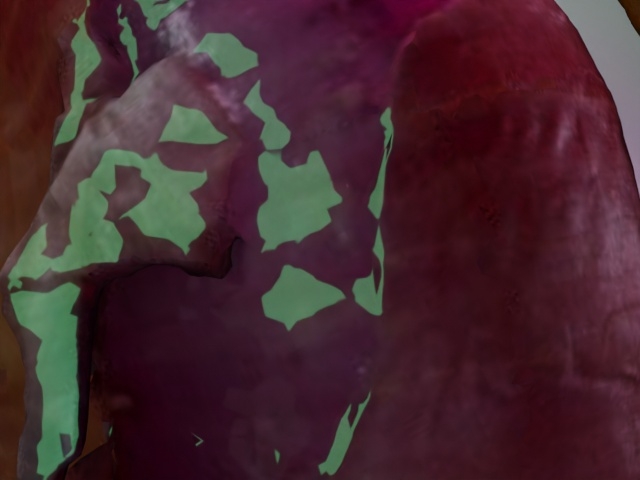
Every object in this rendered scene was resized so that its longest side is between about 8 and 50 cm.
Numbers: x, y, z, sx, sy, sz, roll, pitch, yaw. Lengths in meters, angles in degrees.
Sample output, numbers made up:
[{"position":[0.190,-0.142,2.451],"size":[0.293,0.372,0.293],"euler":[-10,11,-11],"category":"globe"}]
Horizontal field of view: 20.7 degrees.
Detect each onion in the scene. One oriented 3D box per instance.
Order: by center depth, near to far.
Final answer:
[{"position":[-0.024,0.026,0.543],"size":[0.347,0.285,0.347],"euler":[14,109,47],"category":"onion"}]

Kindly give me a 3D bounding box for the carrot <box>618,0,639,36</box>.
[{"position":[0.107,-0.125,0.633],"size":[0.061,0.061,0.209],"euler":[-40,50,23],"category":"carrot"}]
